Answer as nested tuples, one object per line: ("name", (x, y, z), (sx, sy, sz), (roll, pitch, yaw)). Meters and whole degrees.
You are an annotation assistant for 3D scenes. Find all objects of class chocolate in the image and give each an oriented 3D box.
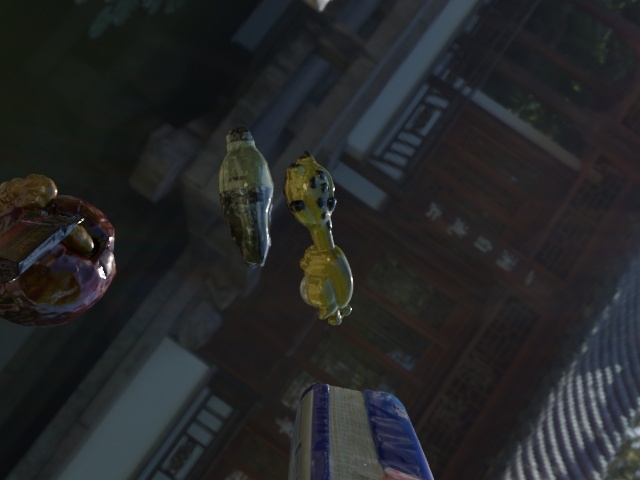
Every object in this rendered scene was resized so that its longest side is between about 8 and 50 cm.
("chocolate", (-0.355, 0.008, 1.050), (0.182, 0.086, 0.028), (-65, 158, -58))

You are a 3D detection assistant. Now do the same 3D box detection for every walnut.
("walnut", (-0.464, 0.024, 1.444), (0.269, 0.244, 0.222), (-37, -174, 41))

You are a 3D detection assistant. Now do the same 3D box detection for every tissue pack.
("tissue pack", (0.036, 0.263, 0.768), (0.270, 0.137, 0.209), (-92, -176, -81))

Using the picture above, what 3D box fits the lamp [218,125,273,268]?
("lamp", (-0.128, -0.075, 1.559), (0.101, 0.101, 0.250), (107, -24, -81))

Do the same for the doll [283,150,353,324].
("doll", (-0.001, 0.000, 1.440), (0.117, 0.086, 0.291), (-40, 124, -48))
